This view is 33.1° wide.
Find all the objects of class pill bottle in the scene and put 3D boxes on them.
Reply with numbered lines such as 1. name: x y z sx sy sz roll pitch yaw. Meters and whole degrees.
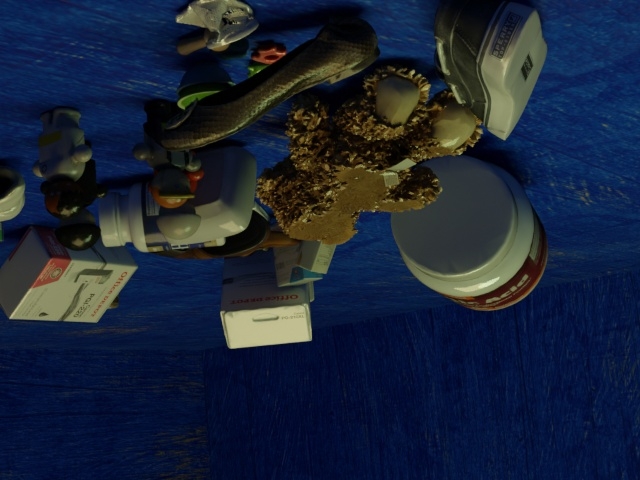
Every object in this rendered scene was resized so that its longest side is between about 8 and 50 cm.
1. pill bottle: 0.251 -0.009 1.784 0.224 0.224 0.392 -9 169 16
2. pill bottle: -0.245 -0.039 1.673 0.186 0.112 0.112 -5 169 -2

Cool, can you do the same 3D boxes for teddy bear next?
1. teddy bear: 0.057 -0.117 1.377 0.245 0.113 0.338 3 151 -16

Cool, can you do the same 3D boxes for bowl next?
1. bowl: -0.165 -0.071 1.505 0.142 0.142 0.053 -10 146 23

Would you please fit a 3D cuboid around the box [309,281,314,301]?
1. box: -0.121 0.110 2.498 0.147 0.121 0.311 -3 169 -16

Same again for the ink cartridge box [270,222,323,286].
1. ink cartridge box: -0.047 0.021 2.070 0.052 0.123 0.088 -2 170 -39

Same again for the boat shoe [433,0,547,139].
1. boat shoe: 0.173 -0.188 1.147 0.102 0.108 0.301 26 -179 15

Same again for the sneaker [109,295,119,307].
1. sneaker: -0.528 0.088 2.226 0.153 0.099 0.282 -12 162 8

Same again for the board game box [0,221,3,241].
1. board game box: -0.663 -0.001 1.866 0.201 0.035 0.136 -14 166 40

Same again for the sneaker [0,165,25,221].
1. sneaker: -0.515 -0.074 1.467 0.232 0.090 0.115 -10 166 -27

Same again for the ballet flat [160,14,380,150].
1. ballet flat: -0.059 -0.164 1.106 0.249 0.058 0.084 -24 -153 10

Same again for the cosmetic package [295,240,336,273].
1. cosmetic package: 0.000 0.000 1.986 0.041 0.115 0.060 22 -177 30

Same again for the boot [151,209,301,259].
1. boot: -0.127 0.002 1.898 0.264 0.096 0.280 -14 167 35

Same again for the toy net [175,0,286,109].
1. toy net: -0.091 -0.192 1.119 0.122 0.045 0.232 -4 169 -7

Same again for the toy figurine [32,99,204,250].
1. toy figurine: -0.254 -0.077 1.369 0.213 0.148 0.209 -4 169 -7

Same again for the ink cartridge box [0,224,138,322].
1. ink cartridge box: -0.472 0.066 1.990 0.158 0.092 0.218 -51 151 20

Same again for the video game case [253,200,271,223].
1. video game case: -0.179 -0.041 1.947 0.157 0.019 0.143 -7 169 7

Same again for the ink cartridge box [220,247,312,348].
1. ink cartridge box: -0.108 0.105 2.185 0.171 0.100 0.237 -6 -147 1
